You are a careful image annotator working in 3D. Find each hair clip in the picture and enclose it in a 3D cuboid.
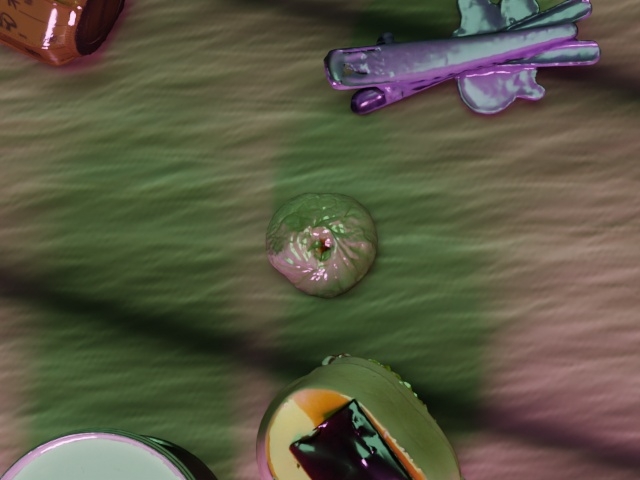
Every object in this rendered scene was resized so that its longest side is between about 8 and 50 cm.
[{"bbox_3d":[0.140,-0.196,1.286,0.279,0.090,0.137,-9,80,-2],"label":"hair clip"}]

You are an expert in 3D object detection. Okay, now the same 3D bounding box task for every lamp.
[{"bbox_3d":[-0.304,-0.279,1.303,0.185,0.161,0.161,25,82,8],"label":"lamp"}]

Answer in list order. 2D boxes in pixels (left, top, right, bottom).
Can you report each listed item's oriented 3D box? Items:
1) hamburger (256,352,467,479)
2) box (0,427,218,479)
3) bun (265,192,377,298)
[{"bbox_3d":[0.038,0.216,1.201,0.173,0.116,0.210,-43,83,4],"label":"hamburger"},{"bbox_3d":[-0.199,0.293,1.182,0.226,0.149,0.226,-1,78,4],"label":"box"},{"bbox_3d":[0.000,0.000,1.263,0.115,0.069,0.115,-1,77,5],"label":"bun"}]
